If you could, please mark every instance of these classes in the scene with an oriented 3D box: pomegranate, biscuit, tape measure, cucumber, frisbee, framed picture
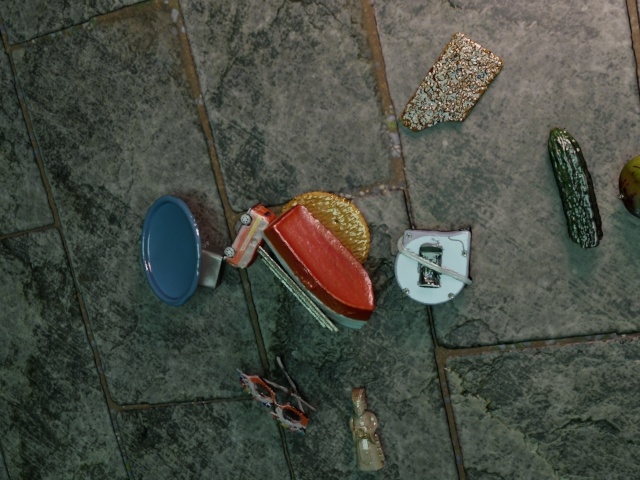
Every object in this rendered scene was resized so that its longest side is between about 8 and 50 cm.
[{"bbox_3d":[0.693,-0.116,1.280,0.169,0.148,0.148,-18,98,-17],"label":"pomegranate"},{"bbox_3d":[0.000,0.000,1.562,0.254,0.035,0.253,3,103,15],"label":"biscuit"},{"bbox_3d":[0.262,0.059,1.459,0.182,0.107,0.180,-3,95,15],"label":"tape measure"},{"bbox_3d":[0.546,-0.116,1.347,0.077,0.077,0.265,-14,99,19],"label":"cucumber"},{"bbox_3d":[-0.379,0.026,1.635,0.290,0.049,0.289,5,97,46],"label":"frisbee"},{"bbox_3d":[-0.061,0.122,1.523,0.017,0.217,0.274,-43,86,-7],"label":"framed picture"},{"bbox_3d":[0.288,-0.332,1.404,0.131,0.026,0.236,37,109,8],"label":"biscuit"}]

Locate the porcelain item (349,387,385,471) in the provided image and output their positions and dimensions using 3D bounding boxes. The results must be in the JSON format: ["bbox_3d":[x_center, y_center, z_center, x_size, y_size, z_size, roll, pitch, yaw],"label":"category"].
[{"bbox_3d":[0.113,0.489,1.628,0.084,0.054,0.213,-7,99,17],"label":"porcelain item"}]

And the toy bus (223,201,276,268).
[{"bbox_3d":[-0.180,-0.006,1.595,0.077,0.079,0.174,30,110,3],"label":"toy bus"}]

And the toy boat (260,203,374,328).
[{"bbox_3d":[-0.001,0.078,1.493,0.332,0.145,0.133,48,146,0],"label":"toy boat"}]

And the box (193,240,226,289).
[{"bbox_3d":[-0.289,0.069,1.645,0.069,0.084,0.122,16,107,3],"label":"box"}]

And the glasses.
[{"bbox_3d":[-0.114,0.414,1.680,0.255,0.095,0.162,43,138,2],"label":"glasses"}]
